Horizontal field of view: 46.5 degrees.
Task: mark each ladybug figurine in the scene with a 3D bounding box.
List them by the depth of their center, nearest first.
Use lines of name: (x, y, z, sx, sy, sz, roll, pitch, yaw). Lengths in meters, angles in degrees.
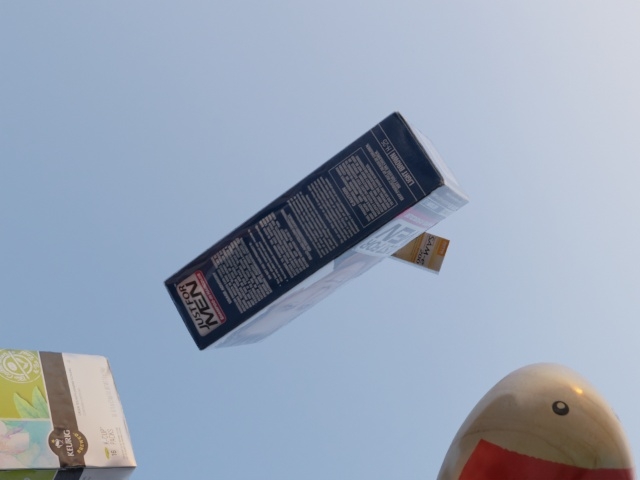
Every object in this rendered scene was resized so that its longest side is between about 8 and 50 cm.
ladybug figurine: (0.287, 0.390, 0.971, 0.305, 0.162, 0.450, 7, -84, -26)

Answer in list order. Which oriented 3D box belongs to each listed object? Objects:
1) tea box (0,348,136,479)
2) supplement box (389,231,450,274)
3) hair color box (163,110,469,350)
tea box: (-0.493, 0.339, 1.062, 0.323, 0.220, 0.329, 12, -57, -39)
supplement box: (0.171, 0.015, 1.304, 0.098, 0.036, 0.062, 18, -98, 11)
hair color box: (0.000, 0.000, 0.911, 0.347, 0.174, 0.105, -35, -105, 15)
